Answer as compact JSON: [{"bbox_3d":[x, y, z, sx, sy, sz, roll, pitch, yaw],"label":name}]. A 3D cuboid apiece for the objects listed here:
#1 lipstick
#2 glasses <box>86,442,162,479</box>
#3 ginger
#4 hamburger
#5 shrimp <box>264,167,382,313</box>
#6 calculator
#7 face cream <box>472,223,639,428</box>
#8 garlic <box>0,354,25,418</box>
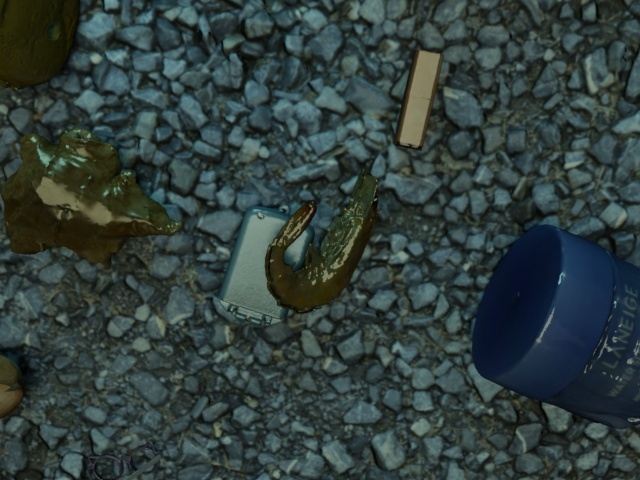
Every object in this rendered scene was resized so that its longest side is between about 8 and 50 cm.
[{"bbox_3d":[0.149,-0.213,0.997,0.045,0.045,0.146,12,103,0],"label":"lipstick"},{"bbox_3d":[-0.348,0.407,1.111,0.139,0.104,0.063,-13,104,7],"label":"glasses"},{"bbox_3d":[-0.347,-0.059,1.004,0.270,0.123,0.219,4,106,-10],"label":"ginger"},{"bbox_3d":[-0.440,-0.319,0.916,0.122,0.189,0.215,16,104,7],"label":"hamburger"},{"bbox_3d":[-0.001,0.000,1.015,0.173,0.058,0.253,12,106,-33],"label":"shrimp"},{"bbox_3d":[-0.087,0.040,1.060,0.121,0.039,0.210,18,102,-5],"label":"calculator"},{"bbox_3d":[0.381,0.128,0.967,0.225,0.249,0.249,22,102,-7],"label":"face cream"},{"bbox_3d":[-0.569,0.242,1.079,0.206,0.128,0.115,-18,58,1],"label":"garlic"}]
